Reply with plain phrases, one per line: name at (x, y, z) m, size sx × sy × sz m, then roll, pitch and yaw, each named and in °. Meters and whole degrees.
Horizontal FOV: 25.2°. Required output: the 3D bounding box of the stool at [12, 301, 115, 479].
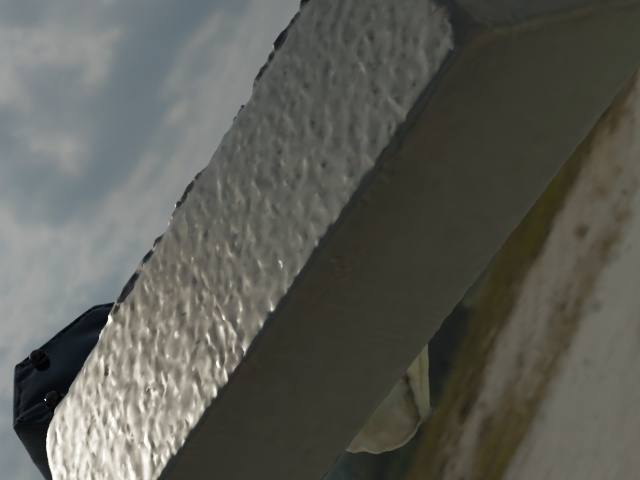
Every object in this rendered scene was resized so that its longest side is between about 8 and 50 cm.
stool at (-0.209, 0.170, 1.518) m, size 0.232 × 0.232 × 0.141 m, roll -56°, pitch -48°, yaw -42°

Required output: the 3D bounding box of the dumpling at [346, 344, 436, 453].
dumpling at (-0.011, 0.029, 0.973) m, size 0.166 × 0.216 × 0.126 m, roll -16°, pitch 32°, yaw 35°

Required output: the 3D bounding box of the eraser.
eraser at (0.001, 0.000, 0.587) m, size 0.352 × 0.077 × 0.111 m, roll -55°, pitch 37°, yaw 25°
